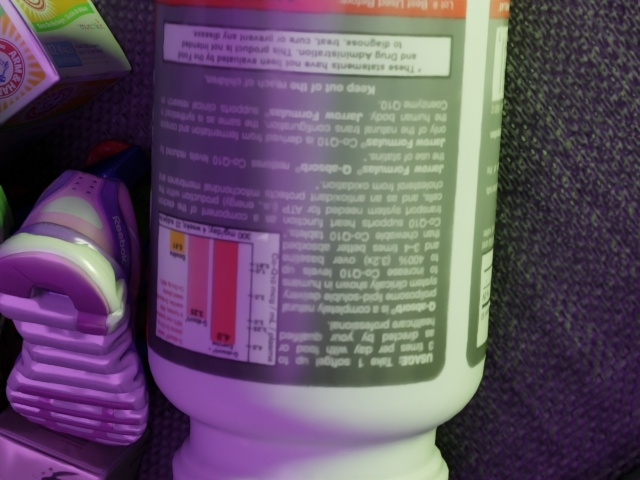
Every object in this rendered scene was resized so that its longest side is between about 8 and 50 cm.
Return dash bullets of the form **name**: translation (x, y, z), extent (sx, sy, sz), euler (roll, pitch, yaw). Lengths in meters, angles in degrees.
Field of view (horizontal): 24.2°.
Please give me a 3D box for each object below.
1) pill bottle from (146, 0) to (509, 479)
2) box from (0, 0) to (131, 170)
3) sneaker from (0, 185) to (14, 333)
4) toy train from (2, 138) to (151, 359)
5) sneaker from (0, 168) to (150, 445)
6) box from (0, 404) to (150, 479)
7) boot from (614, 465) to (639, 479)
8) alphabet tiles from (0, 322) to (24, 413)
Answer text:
- **pill bottle**: translation (0.000, 0.000, 0.905), extent (0.210, 0.210, 0.363), euler (6, 100, 18)
- **box**: translation (-0.252, -0.101, 1.028), extent (0.203, 0.114, 0.103), euler (-34, 87, 19)
- **sneaker**: translation (-0.304, 0.080, 0.929), extent (0.185, 0.202, 0.483), euler (15, 134, 14)
- **toy train**: translation (-0.209, 0.040, 1.051), extent (0.248, 0.105, 0.143), euler (-22, 104, 21)
- **sneaker**: translation (-0.145, 0.043, 0.939), extent (0.095, 0.104, 0.236), euler (11, 144, 4)
- **box**: translation (-0.216, 0.251, 1.070), extent (0.094, 0.113, 0.275), euler (21, 106, 7)
- **boot**: translation (0.167, 0.348, 0.882), extent (0.445, 0.146, 0.367), euler (-30, 60, 19)
- **alphabet tiles**: translation (-0.320, 0.092, 1.138), extent (0.237, 0.009, 0.198), euler (6, 100, 18)
